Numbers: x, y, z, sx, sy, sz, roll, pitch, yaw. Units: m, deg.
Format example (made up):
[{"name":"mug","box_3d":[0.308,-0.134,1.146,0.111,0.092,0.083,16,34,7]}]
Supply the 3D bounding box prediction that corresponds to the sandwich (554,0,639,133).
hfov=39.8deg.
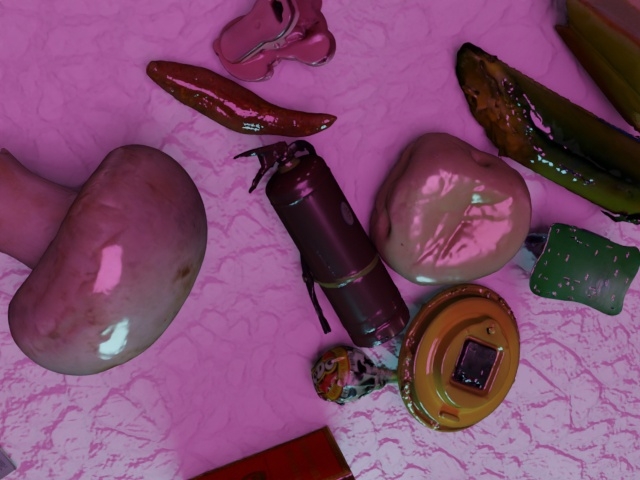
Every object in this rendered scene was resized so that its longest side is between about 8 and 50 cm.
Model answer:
[{"name":"sandwich","box_3d":[0.448,-0.287,1.242,0.155,0.198,0.227,-37,149,-2]}]

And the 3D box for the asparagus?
[{"name":"asparagus","box_3d":[0.341,-0.146,1.276,0.381,0.108,0.128,26,100,-16]}]

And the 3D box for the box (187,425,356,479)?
[{"name":"box","box_3d":[-0.072,0.371,1.290,0.239,0.153,0.074,-19,112,-8]}]

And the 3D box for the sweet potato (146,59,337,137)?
[{"name":"sweet potato","box_3d":[-0.108,-0.181,1.177,0.255,0.058,0.078,18,144,-8]}]

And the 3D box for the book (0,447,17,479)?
[{"name":"book","box_3d":[-0.538,0.326,1.240,0.181,0.014,0.127,-34,110,-3]}]

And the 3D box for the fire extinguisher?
[{"name":"fire extinguisher","box_3d":[0.000,0.000,1.224,0.141,0.105,0.341,-45,116,-30]}]

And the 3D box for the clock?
[{"name":"clock","box_3d":[0.223,0.183,1.329,0.237,0.057,0.237,-6,102,-28]}]

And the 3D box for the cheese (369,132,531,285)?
[{"name":"cheese","box_3d":[0.182,-0.042,1.253,0.235,0.117,0.218,-27,111,1]}]

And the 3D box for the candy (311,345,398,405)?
[{"name":"candy","box_3d":[0.130,0.211,1.349,0.305,0.083,0.091,6,141,-24]}]

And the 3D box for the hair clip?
[{"name":"hair clip","box_3d":[-0.060,-0.268,1.162,0.138,0.102,0.123,-35,70,31]}]

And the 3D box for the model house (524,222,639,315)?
[{"name":"model house","box_3d":[0.382,0.033,1.341,0.167,0.088,0.117,14,101,-15]}]

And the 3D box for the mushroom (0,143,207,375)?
[{"name":"mushroom","box_3d":[-0.293,0.004,1.065,0.290,0.297,0.298,30,96,-13]}]
